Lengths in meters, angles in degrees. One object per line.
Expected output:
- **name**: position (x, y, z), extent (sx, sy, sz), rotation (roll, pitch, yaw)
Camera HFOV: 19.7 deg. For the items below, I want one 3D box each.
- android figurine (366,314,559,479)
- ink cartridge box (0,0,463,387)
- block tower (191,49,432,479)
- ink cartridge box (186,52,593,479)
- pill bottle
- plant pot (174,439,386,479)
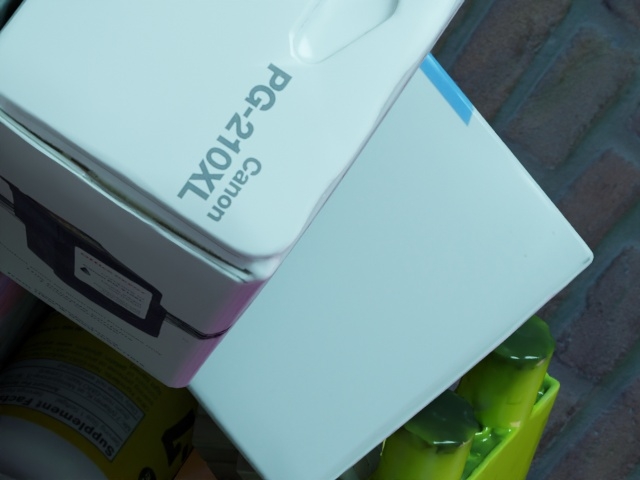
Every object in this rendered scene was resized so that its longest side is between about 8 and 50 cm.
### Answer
- **android figurine**: position (0.050, 0.166, 1.003), extent (0.248, 0.056, 0.273), rotation (-40, 154, -44)
- **ink cartridge box**: position (-0.028, -0.058, 0.608), extent (0.172, 0.100, 0.237), rotation (-56, -178, -15)
- **block tower**: position (0.000, 0.000, 1.100), extent (0.097, 0.091, 0.335), rotation (67, 27, -56)
- **ink cartridge box**: position (-0.008, 0.001, 0.864), extent (0.168, 0.171, 0.232), rotation (-40, 180, -5)
- **pill bottle**: position (-0.141, 0.117, 1.045), extent (0.119, 0.119, 0.208), rotation (-55, -179, 45)
- **plant pot**: position (-0.096, 0.180, 1.232), extent (0.239, 0.254, 0.254), rotation (-18, 162, -27)
